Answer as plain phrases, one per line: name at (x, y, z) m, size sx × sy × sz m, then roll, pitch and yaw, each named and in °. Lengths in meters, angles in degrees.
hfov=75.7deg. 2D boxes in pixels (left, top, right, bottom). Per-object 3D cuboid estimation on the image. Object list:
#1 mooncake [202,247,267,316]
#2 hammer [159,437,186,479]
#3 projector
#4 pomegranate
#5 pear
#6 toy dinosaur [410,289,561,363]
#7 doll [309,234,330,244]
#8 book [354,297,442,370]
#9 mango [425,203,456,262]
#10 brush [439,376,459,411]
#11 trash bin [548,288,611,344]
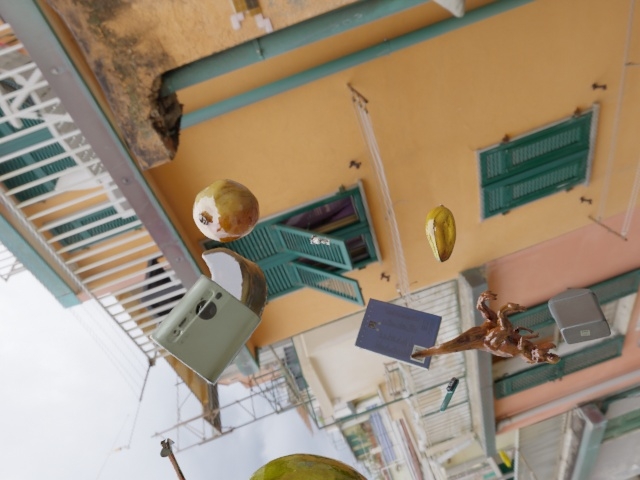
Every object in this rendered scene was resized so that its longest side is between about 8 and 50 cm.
mooncake at (-0.443, 0.260, 1.939) m, size 0.393 × 0.394 × 0.246 m, roll 43°, pitch -174°, yaw 35°
hammer at (-0.412, 0.722, 1.232) m, size 0.288 × 0.033 × 0.111 m, roll 69°, pitch 161°, yaw -7°
projector at (-0.370, 0.286, 1.346) m, size 0.248 × 0.249 × 0.248 m, roll 40°, pitch 160°, yaw -8°
pomegranate at (-0.381, -0.120, 1.636) m, size 0.264 × 0.264 × 0.265 m, roll 160°, pitch 90°, yaw -90°
pear at (-0.045, 0.748, 1.085) m, size 0.352 × 0.412 × 0.352 m, roll -7°, pitch -90°, yaw -89°
toy dinosaur at (0.482, 0.255, 1.187) m, size 0.097 × 0.431 × 0.208 m, roll -75°, pitch -8°, yaw -83°
doll at (-0.002, -0.001, 1.735) m, size 0.085 × 0.058 × 0.040 m, roll 0°, pitch -79°, yaw -48°
book at (0.271, 0.323, 1.448) m, size 0.191 × 0.269 × 0.025 m, roll -68°, pitch -27°, yaw -21°
mango at (0.368, -0.024, 1.257) m, size 0.066 × 0.101 × 0.188 m, roll 154°, pitch 117°, yaw -61°
brush at (0.606, 0.727, 1.955) m, size 0.032 × 0.193 × 0.043 m, roll 49°, pitch 146°, yaw -7°
trash bin at (1.017, 0.291, 1.628) m, size 0.101 × 0.176 × 0.236 m, roll 62°, pitch -155°, yaw -16°
